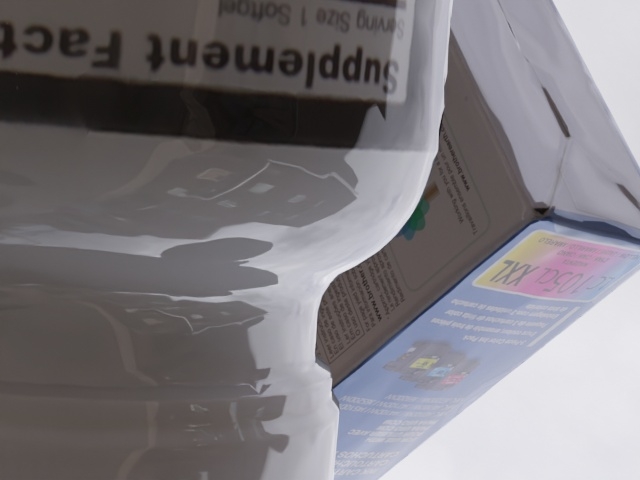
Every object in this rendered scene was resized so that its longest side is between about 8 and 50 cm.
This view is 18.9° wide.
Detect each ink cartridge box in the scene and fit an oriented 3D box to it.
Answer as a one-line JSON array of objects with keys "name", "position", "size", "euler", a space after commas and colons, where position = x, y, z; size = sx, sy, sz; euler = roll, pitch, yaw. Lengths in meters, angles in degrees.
[{"name": "ink cartridge box", "position": [0.000, 0.000, 1.256], "size": [0.395, 0.151, 0.270], "euler": [-41, -125, 30]}]

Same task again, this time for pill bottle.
[{"name": "pill bottle", "position": [-0.051, -0.079, 0.392], "size": [0.162, 0.162, 0.279], "euler": [9, -83, 32]}]
